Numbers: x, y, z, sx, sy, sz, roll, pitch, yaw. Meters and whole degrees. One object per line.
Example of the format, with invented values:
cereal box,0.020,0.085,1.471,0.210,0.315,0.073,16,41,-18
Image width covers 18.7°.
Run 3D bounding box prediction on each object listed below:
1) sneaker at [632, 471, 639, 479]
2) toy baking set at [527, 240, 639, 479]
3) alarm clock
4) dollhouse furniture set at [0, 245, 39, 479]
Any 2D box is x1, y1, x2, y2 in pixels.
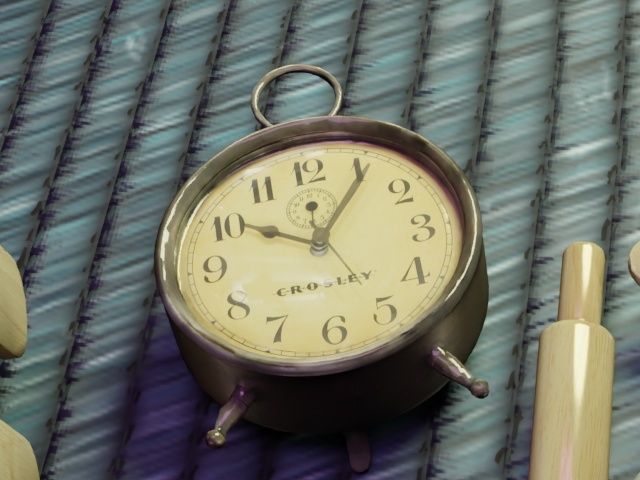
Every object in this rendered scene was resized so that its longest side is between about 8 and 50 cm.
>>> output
sneaker,0.113,0.130,0.539,0.153,0.282,0.099,-39,97,-7
toy baking set,0.175,0.062,0.732,0.197,0.030,0.256,1,58,4
alarm clock,0.000,0.000,0.789,0.129,0.064,0.192,-10,53,2
dollhouse furniture set,-0.226,0.029,0.791,0.212,0.161,0.242,-8,73,4
